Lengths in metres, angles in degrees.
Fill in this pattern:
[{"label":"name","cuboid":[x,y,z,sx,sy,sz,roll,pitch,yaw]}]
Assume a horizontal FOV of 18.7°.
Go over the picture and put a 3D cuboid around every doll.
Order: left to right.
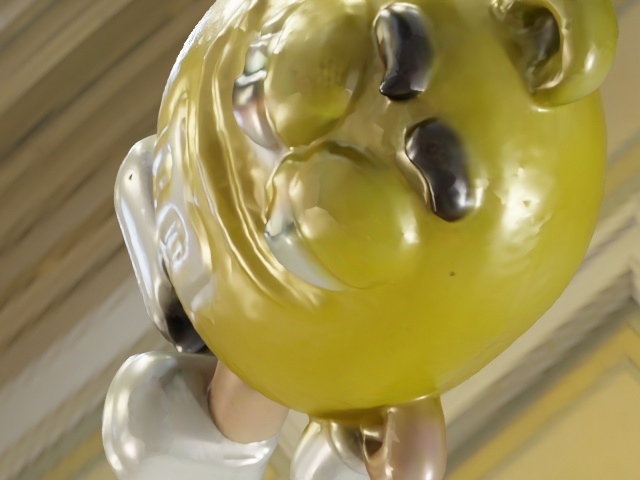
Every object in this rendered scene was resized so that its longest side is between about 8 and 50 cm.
[{"label":"doll","cuboid":[-0.013,-0.028,0.920,0.161,0.423,0.348,-10,-134,-26]}]
